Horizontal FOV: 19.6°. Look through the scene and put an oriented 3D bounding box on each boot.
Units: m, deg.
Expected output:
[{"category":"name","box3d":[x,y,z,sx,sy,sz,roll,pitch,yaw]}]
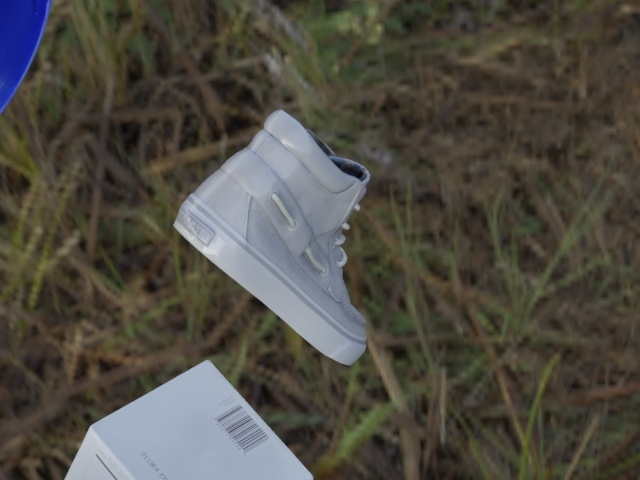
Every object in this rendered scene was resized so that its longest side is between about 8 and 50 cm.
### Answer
[{"category":"boot","box3d":[0.000,0.000,1.360,0.123,0.258,0.095,-48,59,-1]}]

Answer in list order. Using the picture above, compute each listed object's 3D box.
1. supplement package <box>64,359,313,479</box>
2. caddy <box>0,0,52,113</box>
[{"category":"supplement package","box3d":[-0.134,0.239,1.517,0.134,0.244,0.139,-28,68,-41]},{"category":"caddy","box3d":[-0.296,-0.114,1.122,0.179,0.241,0.341,25,70,25]}]
